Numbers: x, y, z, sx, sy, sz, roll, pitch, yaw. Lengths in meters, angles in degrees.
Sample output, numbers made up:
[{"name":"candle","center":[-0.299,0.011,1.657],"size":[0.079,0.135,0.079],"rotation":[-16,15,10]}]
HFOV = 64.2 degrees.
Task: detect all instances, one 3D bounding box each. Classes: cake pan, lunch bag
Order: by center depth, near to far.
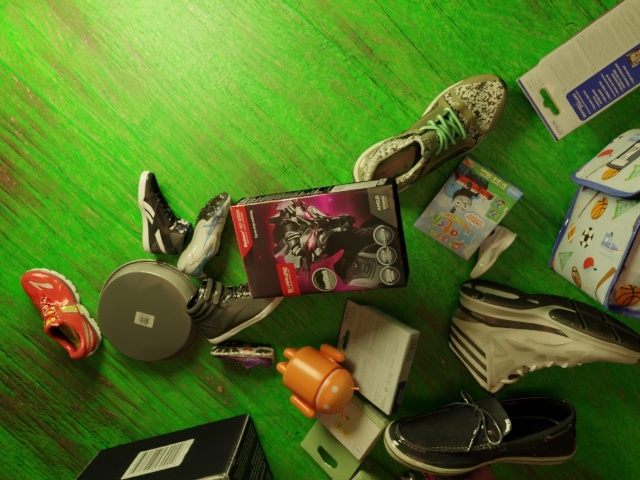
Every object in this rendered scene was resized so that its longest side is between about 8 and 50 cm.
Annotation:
[{"name":"lunch bag","center":[0.683,-0.053,1.088],"size":[0.239,0.328,0.385],"rotation":[16,104,-1]},{"name":"cake pan","center":[-0.461,0.197,1.364],"size":[0.294,0.054,0.293],"rotation":[1,103,4]}]

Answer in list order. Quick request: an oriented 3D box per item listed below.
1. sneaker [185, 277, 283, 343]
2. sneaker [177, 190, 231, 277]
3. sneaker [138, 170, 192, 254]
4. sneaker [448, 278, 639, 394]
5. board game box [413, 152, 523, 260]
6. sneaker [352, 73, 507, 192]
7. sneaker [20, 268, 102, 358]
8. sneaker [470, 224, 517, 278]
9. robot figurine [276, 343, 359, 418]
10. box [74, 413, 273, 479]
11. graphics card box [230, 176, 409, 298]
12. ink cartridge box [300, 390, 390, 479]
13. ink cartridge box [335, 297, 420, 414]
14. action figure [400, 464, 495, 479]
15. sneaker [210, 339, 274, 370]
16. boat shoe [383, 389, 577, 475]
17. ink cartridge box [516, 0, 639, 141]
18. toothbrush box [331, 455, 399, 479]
[{"name":"sneaker","center":[-0.216,0.139,1.290],"size":[0.296,0.104,0.147],"rotation":[-35,119,14]},{"name":"sneaker","center":[-0.281,-0.014,1.301],"size":[0.086,0.085,0.237],"rotation":[23,99,-33]},{"name":"sneaker","center":[-0.386,-0.069,1.296],"size":[0.121,0.079,0.216],"rotation":[2,110,1]},{"name":"sneaker","center":[0.537,0.272,1.271],"size":[0.448,0.169,0.257],"rotation":[15,112,9]},{"name":"board game box","center":[0.350,-0.077,1.224],"size":[0.160,0.039,0.211],"rotation":[33,118,1]},{"name":"sneaker","center":[0.255,-0.222,1.155],"size":[0.410,0.182,0.158],"rotation":[-38,97,10]},{"name":"sneaker","center":[-0.691,0.192,1.347],"size":[0.107,0.118,0.279],"rotation":[-36,97,10]},{"name":"sneaker","center":[0.417,0.029,1.269],"size":[0.061,0.054,0.152],"rotation":[39,102,14]},{"name":"robot figurine","center":[-0.006,0.354,1.303],"size":[0.219,0.158,0.128],"rotation":[28,144,28]},{"name":"box","center":[-0.361,0.787,1.358],"size":[0.480,0.297,0.471],"rotation":[-16,99,7]},{"name":"graphics card box","center":[0.000,0.000,1.141],"size":[0.371,0.094,0.232],"rotation":[-6,106,14]},{"name":"ink cartridge box","center":[0.052,0.514,1.349],"size":[0.171,0.056,0.235],"rotation":[38,99,28]},{"name":"ink cartridge box","center":[0.132,0.286,1.297],"size":[0.045,0.224,0.223],"rotation":[0,109,-42]},{"name":"action figure","center":[0.368,0.697,1.311],"size":[0.248,0.275,0.370],"rotation":[-39,110,17]},{"name":"sneaker","center":[-0.210,0.315,1.366],"size":[0.170,0.068,0.071],"rotation":[7,108,2]},{"name":"boat shoe","center":[0.404,0.465,1.273],"size":[0.501,0.186,0.155],"rotation":[0,116,-6]},{"name":"ink cartridge box","center":[0.639,-0.402,1.148],"size":[0.371,0.069,0.175],"rotation":[-35,98,8]},{"name":"toothbrush box","center":[0.152,0.761,1.404],"size":[0.283,0.122,0.206],"rotation":[40,102,-6]}]
